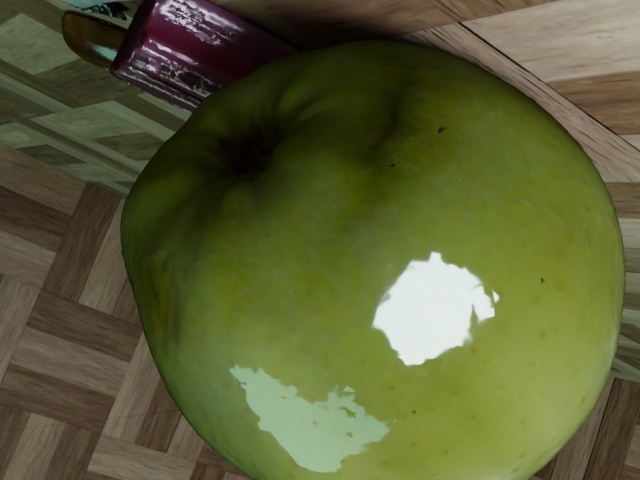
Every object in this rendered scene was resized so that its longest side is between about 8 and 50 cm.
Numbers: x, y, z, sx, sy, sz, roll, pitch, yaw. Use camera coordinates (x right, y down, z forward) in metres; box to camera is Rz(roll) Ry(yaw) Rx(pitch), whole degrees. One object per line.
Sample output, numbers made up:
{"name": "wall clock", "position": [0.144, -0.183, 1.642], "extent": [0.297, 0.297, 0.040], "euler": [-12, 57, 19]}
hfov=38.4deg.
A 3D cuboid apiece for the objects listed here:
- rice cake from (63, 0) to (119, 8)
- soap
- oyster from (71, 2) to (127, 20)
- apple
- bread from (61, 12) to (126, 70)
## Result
{"name": "rice cake", "position": [-0.216, -0.268, 0.923], "extent": [0.080, 0.042, 0.221], "euler": [23, 171, -40]}
{"name": "soap", "position": [-0.100, -0.175, 1.029], "extent": [0.250, 0.099, 0.162], "euler": [25, 170, -23]}
{"name": "oyster", "position": [-0.262, -0.272, 1.067], "extent": [0.083, 0.019, 0.054], "euler": [21, 171, 1]}
{"name": "apple", "position": [0.050, 0.037, 0.876], "extent": [0.473, 0.474, 0.473], "euler": [20, 171, 3]}
{"name": "bread", "position": [-0.271, -0.243, 1.198], "extent": [0.129, 0.044, 0.126], "euler": [17, 172, 5]}
